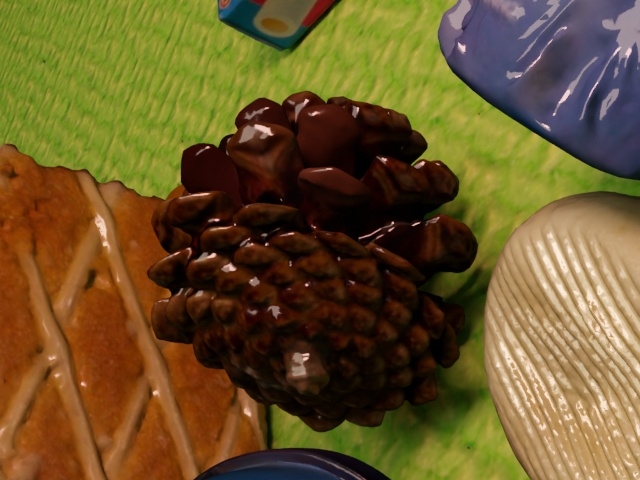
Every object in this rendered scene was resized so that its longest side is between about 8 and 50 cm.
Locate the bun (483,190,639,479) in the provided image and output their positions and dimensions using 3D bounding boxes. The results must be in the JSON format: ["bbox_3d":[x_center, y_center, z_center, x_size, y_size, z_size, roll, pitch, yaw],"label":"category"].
[{"bbox_3d":[0.190,0.068,0.676,0.222,0.128,0.222,174,90,-67],"label":"bun"}]

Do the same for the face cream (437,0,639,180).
[{"bbox_3d":[0.215,-0.138,0.637,0.225,0.249,0.249,-62,34,15],"label":"face cream"}]

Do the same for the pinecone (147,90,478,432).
[{"bbox_3d":[-0.002,0.006,0.894,0.264,0.264,0.264,-30,50,44],"label":"pinecone"}]

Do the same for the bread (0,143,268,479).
[{"bbox_3d":[-0.254,0.153,1.055,0.279,0.371,0.390,-28,55,41],"label":"bread"}]

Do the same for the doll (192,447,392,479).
[{"bbox_3d":[-0.021,0.294,0.779,0.284,0.240,0.309,-1,78,40],"label":"doll"}]

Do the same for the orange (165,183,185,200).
[{"bbox_3d":[-0.130,-0.025,1.238,0.085,0.085,0.085,-30,50,44],"label":"orange"}]

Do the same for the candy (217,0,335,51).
[{"bbox_3d":[0.011,-0.350,1.178,0.306,0.100,0.157,-42,43,37],"label":"candy"}]
